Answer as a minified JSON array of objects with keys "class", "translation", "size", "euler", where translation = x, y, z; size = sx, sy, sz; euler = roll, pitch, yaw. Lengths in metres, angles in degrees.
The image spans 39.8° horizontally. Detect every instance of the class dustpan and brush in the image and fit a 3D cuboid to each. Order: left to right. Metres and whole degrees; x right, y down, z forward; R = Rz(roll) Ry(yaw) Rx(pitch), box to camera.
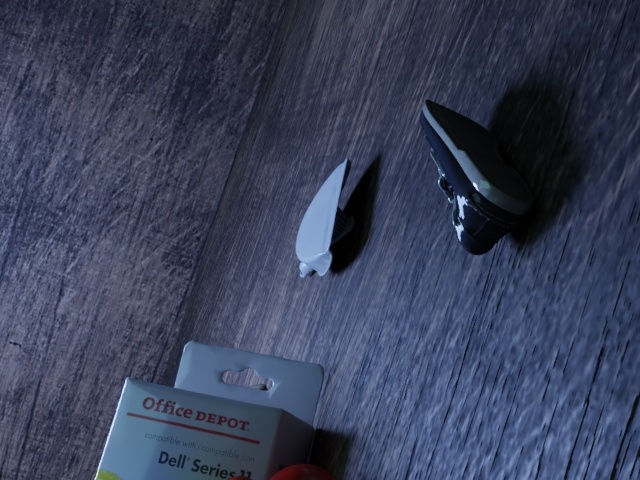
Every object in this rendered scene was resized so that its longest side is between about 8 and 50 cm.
[{"class":"dustpan and brush","translation":[0.000,0.000,1.196],"size":[0.211,0.060,0.147],"euler":[-40,32,53]}]

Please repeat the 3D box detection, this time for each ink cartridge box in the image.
[{"class":"ink cartridge box","translation":[-0.137,0.279,0.979],"size":[0.119,0.207,0.354],"euler":[51,-131,-62]}]

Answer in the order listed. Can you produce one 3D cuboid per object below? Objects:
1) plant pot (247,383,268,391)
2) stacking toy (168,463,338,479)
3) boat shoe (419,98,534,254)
[{"class":"plant pot","translation":[-0.161,0.292,1.194],"size":[0.110,0.237,0.237],"euler":[67,161,1]},{"class":"stacking toy","translation":[-0.131,0.285,0.845],"size":[0.141,0.330,0.141],"euler":[-12,-90,-82]},{"class":"boat shoe","translation":[0.116,-0.060,0.753],"size":[0.065,0.075,0.206],"euler":[-62,21,24]}]
